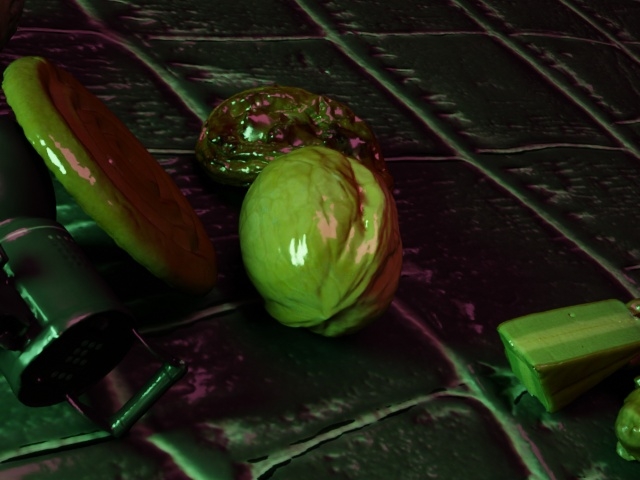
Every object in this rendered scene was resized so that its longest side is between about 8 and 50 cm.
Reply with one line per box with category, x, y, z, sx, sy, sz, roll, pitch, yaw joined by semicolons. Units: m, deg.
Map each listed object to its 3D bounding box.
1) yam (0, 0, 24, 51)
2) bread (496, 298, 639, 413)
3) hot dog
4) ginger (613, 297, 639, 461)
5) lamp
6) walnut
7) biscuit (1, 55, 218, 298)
yam;-0.372;-0.164;0.915;0.133;0.133;0.330;19;39;-13
bread;0.254;0.091;0.976;0.139;0.084;0.074;-32;44;-5
hot dog;-0.022;-0.093;1.087;0.226;0.099;0.160;7;38;-24
ginger;0.424;0.167;0.999;0.274;0.152;0.357;22;33;-9
lamp;-0.222;0.029;0.726;0.227;0.147;0.172;47;4;26
walnut;0.000;0.000;0.927;0.159;0.159;0.207;15;35;-18
biscuit;-0.173;-0.059;0.866;0.262;0.037;0.262;49;6;-7
